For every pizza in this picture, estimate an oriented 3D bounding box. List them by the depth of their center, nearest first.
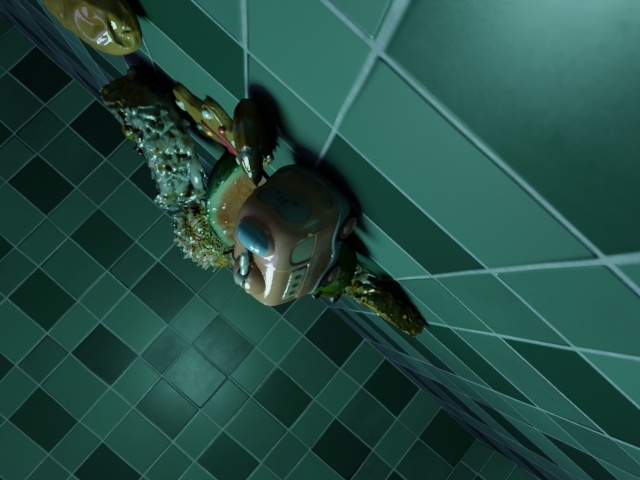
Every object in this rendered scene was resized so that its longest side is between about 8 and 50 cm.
[{"bbox_3d":[0.147,0.163,1.398,0.251,0.074,0.288,25,169,41],"label":"pizza"}]

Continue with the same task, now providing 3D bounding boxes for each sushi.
[{"bbox_3d":[-0.457,-0.272,1.411,0.417,0.176,0.417,57,166,22],"label":"sushi"}]

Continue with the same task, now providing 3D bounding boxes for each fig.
[{"bbox_3d":[0.000,0.000,1.210,0.203,0.203,0.235,35,131,36],"label":"fig"}]

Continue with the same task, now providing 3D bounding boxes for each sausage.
[{"bbox_3d":[-0.450,-0.454,0.972,0.241,0.120,0.136,38,158,23],"label":"sausage"}]

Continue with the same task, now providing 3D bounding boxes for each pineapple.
[{"bbox_3d":[-0.402,-0.044,1.927,0.352,0.352,0.300,44,165,-16],"label":"pineapple"}]

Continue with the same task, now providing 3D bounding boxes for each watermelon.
[{"bbox_3d":[-0.260,-0.108,1.480,0.319,0.222,0.292,31,170,48],"label":"watermelon"}]

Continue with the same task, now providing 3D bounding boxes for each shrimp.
[{"bbox_3d":[-0.123,-0.169,0.960,0.287,0.063,0.152,74,-171,-82],"label":"shrimp"}]

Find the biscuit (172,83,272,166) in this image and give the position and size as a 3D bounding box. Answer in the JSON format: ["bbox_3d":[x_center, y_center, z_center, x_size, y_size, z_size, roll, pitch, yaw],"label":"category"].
[{"bbox_3d":[-0.240,-0.264,1.209,0.340,0.047,0.216,36,170,30],"label":"biscuit"}]

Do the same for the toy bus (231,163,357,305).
[{"bbox_3d":[-0.077,-0.001,1.009,0.194,0.232,0.287,39,135,25],"label":"toy bus"}]

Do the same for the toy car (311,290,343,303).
[{"bbox_3d":[0.015,0.138,1.749,0.101,0.124,0.257,39,-173,25],"label":"toy car"}]

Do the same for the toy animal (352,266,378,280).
[{"bbox_3d":[0.067,0.068,1.418,0.220,0.086,0.069,16,162,26],"label":"toy animal"}]
